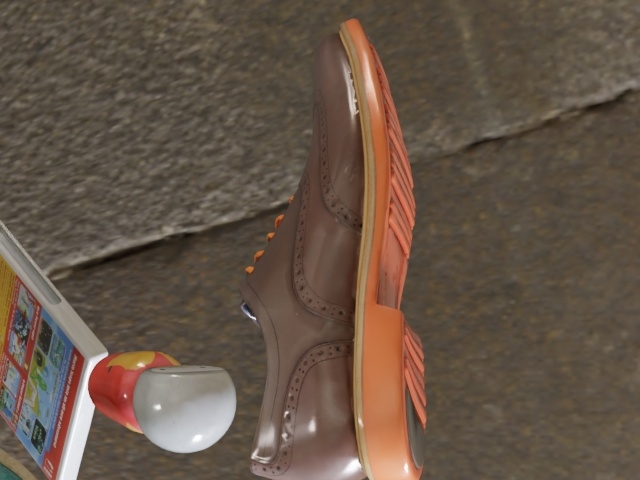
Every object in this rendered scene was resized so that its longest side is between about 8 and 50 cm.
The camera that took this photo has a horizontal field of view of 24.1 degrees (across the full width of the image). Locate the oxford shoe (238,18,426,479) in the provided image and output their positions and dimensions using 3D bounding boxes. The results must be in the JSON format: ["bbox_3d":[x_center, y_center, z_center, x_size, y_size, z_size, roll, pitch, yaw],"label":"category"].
[{"bbox_3d":[0.000,0.000,0.817,0.097,0.098,0.271,62,25,-61],"label":"oxford shoe"}]

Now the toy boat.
[{"bbox_3d":[-0.192,0.186,0.959,0.318,0.148,0.267,-46,113,-22],"label":"toy boat"}]

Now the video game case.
[{"bbox_3d":[-0.321,0.091,1.537,0.025,0.204,0.285,-19,53,-38],"label":"video game case"}]
